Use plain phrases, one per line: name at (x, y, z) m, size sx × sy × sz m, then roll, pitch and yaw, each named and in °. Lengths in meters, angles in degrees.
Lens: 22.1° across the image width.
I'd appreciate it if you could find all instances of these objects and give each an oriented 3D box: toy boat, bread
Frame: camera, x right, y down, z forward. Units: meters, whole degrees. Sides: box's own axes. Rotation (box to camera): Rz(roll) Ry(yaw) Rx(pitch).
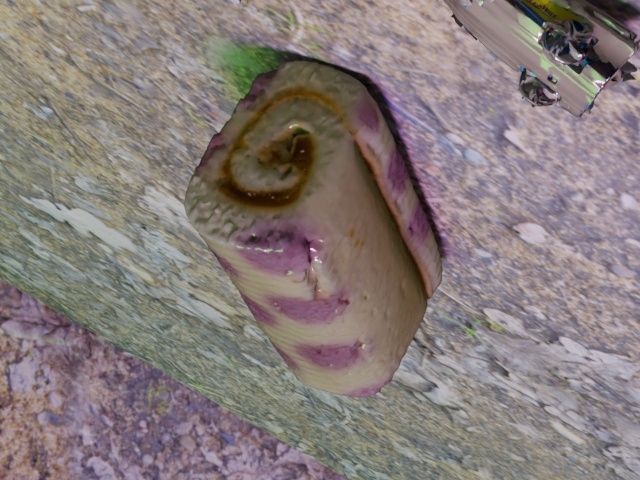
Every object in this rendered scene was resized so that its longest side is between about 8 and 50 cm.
toy boat at (0.126, -0.164, 1.140) m, size 0.210 × 0.066 × 0.084 m, roll 40°, pitch 149°, yaw 7°
bread at (0.000, 0.000, 1.527) m, size 0.155 × 0.187 × 0.338 m, roll 18°, pitch 159°, yaw 26°
